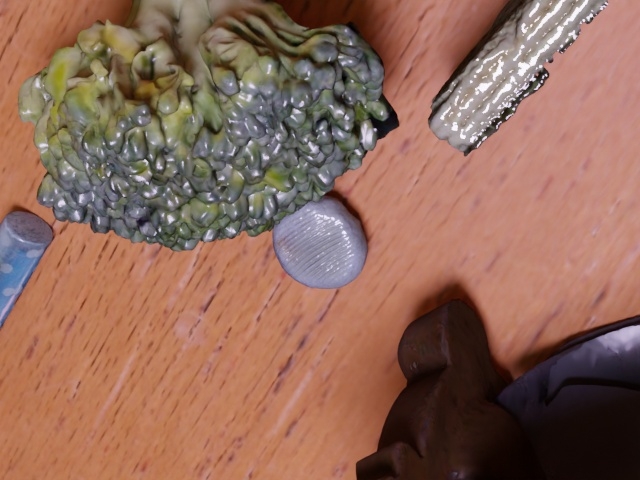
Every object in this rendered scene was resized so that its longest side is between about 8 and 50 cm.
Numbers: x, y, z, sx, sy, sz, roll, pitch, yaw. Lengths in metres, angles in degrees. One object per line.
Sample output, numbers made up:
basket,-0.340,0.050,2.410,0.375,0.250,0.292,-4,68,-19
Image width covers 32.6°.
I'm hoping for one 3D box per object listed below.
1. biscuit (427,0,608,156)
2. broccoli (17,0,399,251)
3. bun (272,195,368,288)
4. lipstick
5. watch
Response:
biscuit,0.168,-0.171,0.721,0.052,0.150,0.252,42,116,-2
broccoli,-0.094,-0.119,0.786,0.288,0.248,0.246,-16,82,13
bun,0.000,0.000,0.892,0.083,0.045,0.083,5,113,13
lipstick,-0.298,0.045,0.997,0.048,0.048,0.158,37,115,1
watch,0.213,0.192,0.741,0.326,0.335,0.314,-18,103,31
